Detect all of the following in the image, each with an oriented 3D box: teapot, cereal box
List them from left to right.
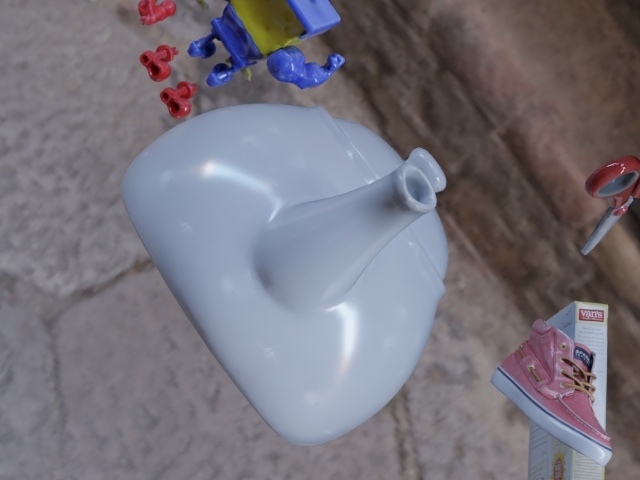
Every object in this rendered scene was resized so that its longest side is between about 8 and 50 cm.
[{"bbox_3d":[0.000,0.000,1.050,0.256,0.187,0.252,56,0,43],"label":"teapot"},{"bbox_3d":[0.283,0.203,1.797,0.047,0.173,0.240,7,76,-7],"label":"cereal box"}]

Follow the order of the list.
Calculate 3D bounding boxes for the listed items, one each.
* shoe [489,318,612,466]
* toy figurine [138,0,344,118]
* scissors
[{"bbox_3d":[0.223,0.133,1.416,0.063,0.081,0.178,32,4,-28],"label":"shoe"},{"bbox_3d":[-0.062,-0.229,1.800,0.363,0.217,0.191,58,31,4],"label":"toy figurine"},{"bbox_3d":[0.306,-0.042,1.528,0.109,0.297,0.021,-29,72,0],"label":"scissors"}]
